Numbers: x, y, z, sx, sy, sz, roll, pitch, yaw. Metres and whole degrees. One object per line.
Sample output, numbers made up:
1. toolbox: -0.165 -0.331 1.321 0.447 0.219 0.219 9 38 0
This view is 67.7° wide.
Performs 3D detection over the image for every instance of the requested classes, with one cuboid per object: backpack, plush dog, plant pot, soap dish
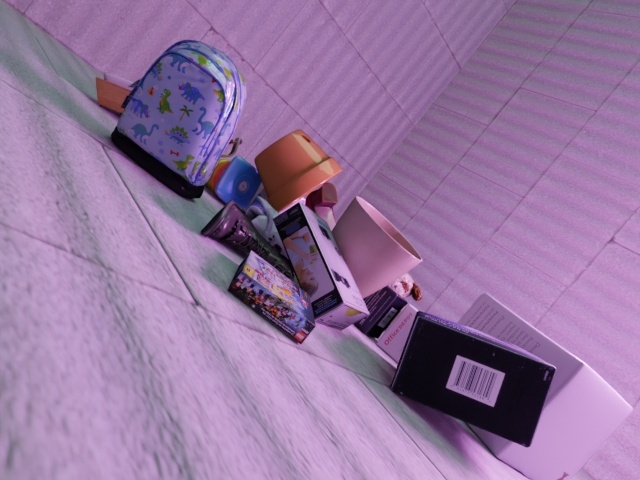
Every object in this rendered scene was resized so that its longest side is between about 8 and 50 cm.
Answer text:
1. backpack: -0.342 -0.324 1.210 0.290 0.355 0.273 40 4 -3
2. plush dog: 0.315 0.232 2.090 0.262 0.225 0.210 40 3 14
3. plant pot: 0.098 0.059 1.350 0.256 0.274 0.256 42 13 -12
4. soap dish: -0.651 -0.490 1.717 0.229 0.118 0.291 20 5 -8
5. plant pot: -0.096 -0.250 1.674 0.203 0.291 0.291 57 1 -5

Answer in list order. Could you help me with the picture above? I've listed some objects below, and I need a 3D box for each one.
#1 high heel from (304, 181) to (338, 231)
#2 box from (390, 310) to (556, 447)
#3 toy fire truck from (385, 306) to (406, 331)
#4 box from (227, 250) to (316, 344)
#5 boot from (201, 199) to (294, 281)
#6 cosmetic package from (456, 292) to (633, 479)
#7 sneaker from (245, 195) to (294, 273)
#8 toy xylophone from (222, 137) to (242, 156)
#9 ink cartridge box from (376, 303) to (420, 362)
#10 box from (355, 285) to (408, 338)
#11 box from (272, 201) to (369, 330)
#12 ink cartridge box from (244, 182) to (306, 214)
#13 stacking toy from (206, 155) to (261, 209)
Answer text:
1. high heel: 0.000 0.000 1.636 0.127 0.377 0.181 13 -22 -18
2. box: 0.336 0.297 1.116 0.296 0.183 0.294 20 -2 12
3. toy fire truck: 0.376 0.366 1.804 0.217 0.158 0.246 40 -9 24
4. box: -0.090 0.099 0.916 0.159 0.044 0.233 39 3 -8
5. boot: -0.146 0.016 1.112 0.229 0.091 0.263 45 8 -1
6. cosmetic package: 0.582 0.433 1.405 0.329 0.327 0.394 38 4 -29
7. sneaker: -0.148 -0.044 1.437 0.210 0.137 0.366 41 5 -23
8. toy xylophone: -0.450 -0.361 1.794 0.322 0.081 0.236 1 9 -26
9. ink cartridge box: 0.293 0.309 1.380 0.212 0.154 0.093 40 3 18
10. box: 0.136 0.175 1.475 0.207 0.153 0.108 42 4 33
11. box: 0.001 0.065 1.177 0.169 0.087 0.290 35 27 -58
12. ink cartridge box: -0.166 -0.130 1.929 0.270 0.198 0.197 39 2 -27
13. stacking toy: -0.378 -0.244 1.752 0.302 0.166 0.175 28 -5 34
